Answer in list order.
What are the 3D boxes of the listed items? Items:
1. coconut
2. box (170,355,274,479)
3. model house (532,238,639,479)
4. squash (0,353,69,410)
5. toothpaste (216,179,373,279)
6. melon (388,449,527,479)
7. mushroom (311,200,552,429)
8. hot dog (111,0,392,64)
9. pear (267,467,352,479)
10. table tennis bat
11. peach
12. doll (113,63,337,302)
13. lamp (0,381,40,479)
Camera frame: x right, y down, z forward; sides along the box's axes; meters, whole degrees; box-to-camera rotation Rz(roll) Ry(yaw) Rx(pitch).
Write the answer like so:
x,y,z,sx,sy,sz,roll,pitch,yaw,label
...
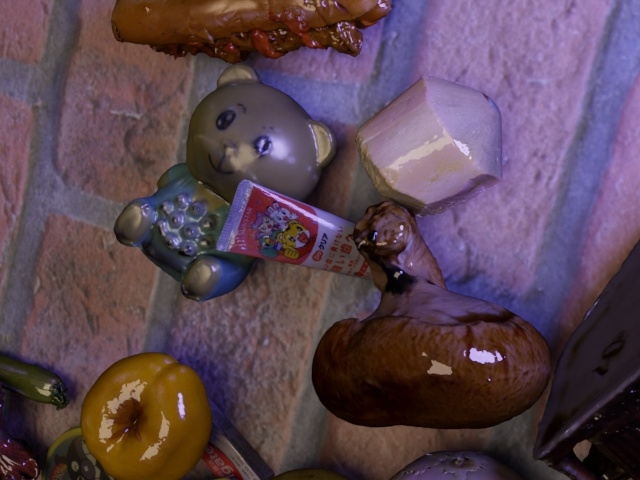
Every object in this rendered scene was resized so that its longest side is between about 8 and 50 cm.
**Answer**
x,y,z,sx,sy,sz,roll,pitch,yaw,label
0.134,-0.110,1.032,0.153,0.147,0.147,-32,83,23,coconut
-0.156,0.255,1.238,0.055,0.039,0.218,-46,78,18,box
0.422,0.136,0.917,0.283,0.317,0.297,34,139,-6,model house
-0.443,0.202,1.344,0.183,0.052,0.052,13,100,21,squash
0.000,0.000,1.074,0.234,0.057,0.089,16,105,-18,toothpaste
0.160,0.387,1.023,0.223,0.223,0.316,-4,98,22,melon
0.130,0.117,1.004,0.267,0.267,0.254,24,94,18,mushroom
-0.081,-0.272,1.104,0.349,0.158,0.117,0,113,18,hot dog
-0.023,0.375,1.113,0.197,0.197,0.197,2,96,22,pear
-0.259,0.365,1.265,0.369,0.054,0.224,-8,90,32,table tennis bat
-0.223,0.228,1.177,0.179,0.103,0.179,-3,83,20,peach
-0.108,-0.070,1.123,0.177,0.161,0.260,38,107,13,doll
-0.528,0.311,1.340,0.223,0.151,0.215,-30,113,-9,lamp
